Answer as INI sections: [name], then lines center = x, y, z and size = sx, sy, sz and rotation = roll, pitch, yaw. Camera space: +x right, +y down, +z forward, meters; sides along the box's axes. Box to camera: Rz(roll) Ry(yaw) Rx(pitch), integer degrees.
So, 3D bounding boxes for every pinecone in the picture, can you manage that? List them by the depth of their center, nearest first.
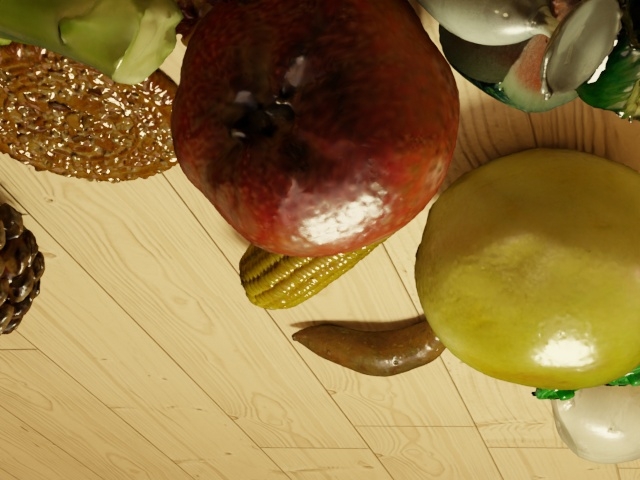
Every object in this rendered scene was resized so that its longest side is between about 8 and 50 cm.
[pinecone]
center = -0.517, 0.046, 1.690
size = 0.243, 0.243, 0.257
rotation = 13, 156, -11

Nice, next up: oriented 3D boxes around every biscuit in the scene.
[biscuit]
center = -0.303, -0.151, 1.468
size = 0.305, 0.038, 0.305
rotation = 5, 152, 3

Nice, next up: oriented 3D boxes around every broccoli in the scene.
[broccoli]
center = -0.344, -0.216, 1.135
size = 0.397, 0.275, 0.353
rotation = 13, -176, -14

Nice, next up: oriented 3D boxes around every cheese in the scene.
[cheese]
center = 0.484, 0.294, 2.001
size = 0.189, 0.154, 0.198
rotation = -6, 150, 12

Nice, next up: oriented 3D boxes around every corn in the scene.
[corn]
center = 0.000, 0.000, 1.599
size = 0.120, 0.120, 0.363
rotation = 22, 149, -25

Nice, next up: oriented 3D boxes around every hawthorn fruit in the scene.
[hawthorn fruit]
center = 0.014, -0.115, 1.214
size = 0.285, 0.284, 0.369
rotation = -2, 171, 16

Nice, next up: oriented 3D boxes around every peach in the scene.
[peach]
center = 0.274, 0.039, 1.437
size = 0.316, 0.281, 0.314
rotation = 15, 158, 3

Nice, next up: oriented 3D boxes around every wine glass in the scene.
[wine glass]
center = 0.151, -0.217, 1.053
size = 0.222, 0.103, 0.103
rotation = 41, 172, 34

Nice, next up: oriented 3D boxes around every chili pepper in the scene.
[chili pepper]
center = 0.316, -0.192, 1.150
size = 0.264, 0.116, 0.148
rotation = 4, 139, -45

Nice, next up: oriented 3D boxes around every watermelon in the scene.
[watermelon]
center = 0.237, -0.192, 1.188
size = 0.207, 0.136, 0.202
rotation = 3, 162, -26

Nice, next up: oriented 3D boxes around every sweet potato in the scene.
[sweet potato]
center = 0.120, 0.166, 1.925
size = 0.346, 0.079, 0.108
rotation = -13, 134, 28

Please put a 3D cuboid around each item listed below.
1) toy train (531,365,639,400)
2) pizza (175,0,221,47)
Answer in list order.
[toy train]
center = 0.385, 0.130, 1.679
size = 0.266, 0.145, 0.202
rotation = -10, 156, -8
[pizza]
center = -0.185, -0.277, 1.158
size = 0.229, 0.081, 0.289
rotation = 5, 154, 5
